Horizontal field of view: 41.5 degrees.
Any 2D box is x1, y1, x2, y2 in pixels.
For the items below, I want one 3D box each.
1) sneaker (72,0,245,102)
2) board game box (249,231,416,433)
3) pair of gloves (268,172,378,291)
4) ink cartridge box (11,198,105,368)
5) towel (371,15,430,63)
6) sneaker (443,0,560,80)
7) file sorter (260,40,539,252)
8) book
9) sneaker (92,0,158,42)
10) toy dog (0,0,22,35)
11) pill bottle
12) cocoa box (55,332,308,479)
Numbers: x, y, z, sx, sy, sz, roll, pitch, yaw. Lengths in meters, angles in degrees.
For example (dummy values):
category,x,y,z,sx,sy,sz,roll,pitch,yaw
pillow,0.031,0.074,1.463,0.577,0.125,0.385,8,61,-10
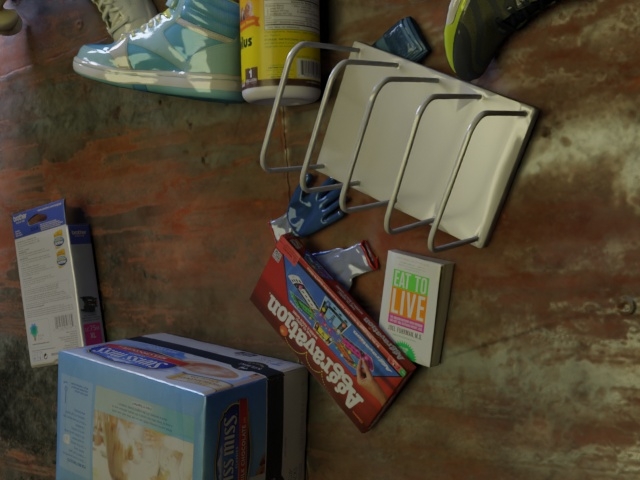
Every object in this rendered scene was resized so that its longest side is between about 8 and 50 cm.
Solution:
category,x,y,z,sx,sy,sz,roll,pitch,yaw
sneaker,-0.252,-0.342,1.373,0.319,0.127,0.208,11,98,18
board game box,0.009,0.134,1.243,0.281,0.027,0.145,47,130,24
pair of gloves,0.000,0.000,1.270,0.159,0.023,0.198,-31,74,33
ink cartridge box,-0.514,0.085,1.654,0.186,0.065,0.311,-12,87,38
towel,0.094,-0.253,1.177,0.119,0.029,0.067,-38,69,33
sneaker,0.256,-0.313,1.001,0.121,0.111,0.300,44,119,23
file sorter,0.092,-0.123,1.074,0.278,0.173,0.192,27,112,27
book,0.128,0.092,1.170,0.096,0.035,0.144,14,103,40
sneaker,-0.383,-0.423,1.458,0.108,0.169,0.292,-26,78,34
toy dog,-0.705,-0.503,1.579,0.408,0.395,0.284,-22,87,28
pill bottle,-0.059,-0.310,1.239,0.117,0.117,0.214,0,92,38
cocoa box,-0.224,0.294,1.329,0.347,0.228,0.231,7,97,38
